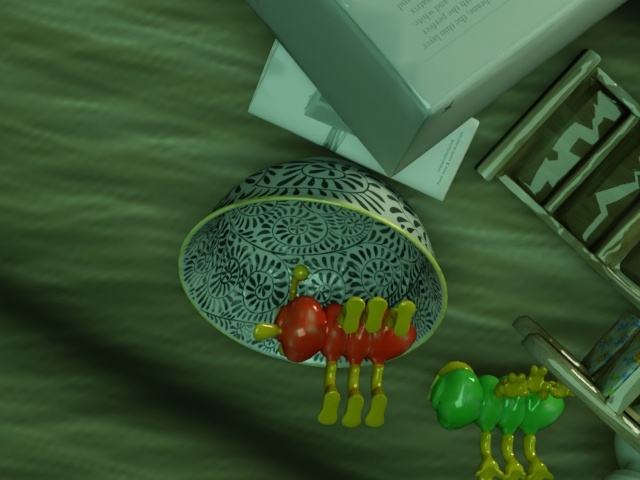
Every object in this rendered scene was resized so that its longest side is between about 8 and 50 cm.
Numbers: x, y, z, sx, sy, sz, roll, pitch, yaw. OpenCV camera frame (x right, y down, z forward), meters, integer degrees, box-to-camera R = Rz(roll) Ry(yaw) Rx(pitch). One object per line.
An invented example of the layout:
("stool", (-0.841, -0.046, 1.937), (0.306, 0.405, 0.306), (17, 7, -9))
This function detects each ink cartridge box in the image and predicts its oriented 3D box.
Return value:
("ink cartridge box", (0.026, -0.079, 1.212), (0.135, 0.099, 0.056), (24, 95, 0))

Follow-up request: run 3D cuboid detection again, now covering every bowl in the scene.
("bowl", (0.000, 0.000, 1.216), (0.170, 0.080, 0.170), (7, 140, 5))

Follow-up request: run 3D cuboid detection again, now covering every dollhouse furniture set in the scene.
("dollhouse furniture set", (0.192, -0.022, 1.141), (0.161, 0.242, 0.212), (42, 95, -2))

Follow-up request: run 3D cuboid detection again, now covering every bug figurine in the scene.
("bug figurine", (0.038, 0.147, 1.218), (0.216, 0.072, 0.279), (9, 115, -15))

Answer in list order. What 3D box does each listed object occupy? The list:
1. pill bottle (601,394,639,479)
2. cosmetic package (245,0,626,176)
("pill bottle", (0.255, 0.115, 1.179), (0.117, 0.117, 0.208), (44, 70, -3))
("cosmetic package", (0.066, -0.199, 1.119), (0.224, 0.138, 0.224), (-37, 81, -14))
